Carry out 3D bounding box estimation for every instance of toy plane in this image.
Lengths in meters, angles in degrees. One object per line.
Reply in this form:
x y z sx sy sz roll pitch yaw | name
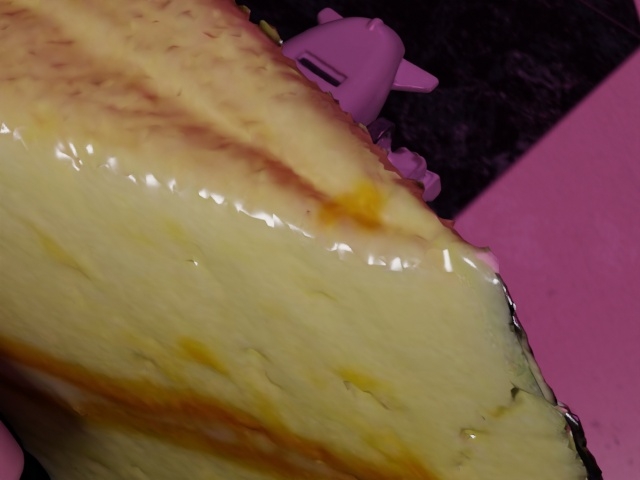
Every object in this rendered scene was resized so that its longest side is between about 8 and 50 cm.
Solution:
-0.006 -0.075 0.933 0.174 0.080 0.174 11 44 -11 | toy plane

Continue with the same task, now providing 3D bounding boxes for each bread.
0.000 0.000 0.698 0.405 0.346 0.242 10 54 21 | bread

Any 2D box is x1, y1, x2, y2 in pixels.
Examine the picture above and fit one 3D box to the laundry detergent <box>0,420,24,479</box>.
-0.259 -0.002 0.658 0.088 0.159 0.335 -41 97 0 | laundry detergent
